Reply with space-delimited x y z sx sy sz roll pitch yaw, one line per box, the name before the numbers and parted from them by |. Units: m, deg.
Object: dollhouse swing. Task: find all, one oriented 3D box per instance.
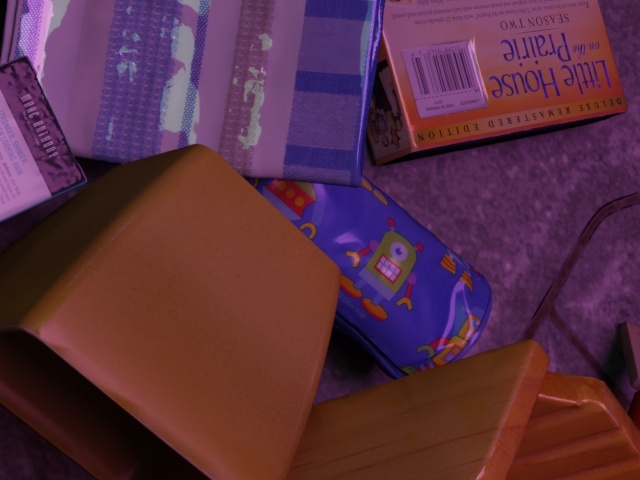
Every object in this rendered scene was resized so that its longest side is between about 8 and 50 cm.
dollhouse swing | 0.107 0.318 1.096 0.347 0.315 0.305 51 30 -37

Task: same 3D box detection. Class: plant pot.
plant pot | -0.112 0.054 1.060 0.212 0.212 0.187 43 66 -22

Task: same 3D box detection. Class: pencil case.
pencil case | 0.000 0.000 1.237 0.306 0.119 0.133 38 63 -25

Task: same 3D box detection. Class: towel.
towel | -0.097 -0.155 1.123 0.285 0.034 0.209 8 89 6

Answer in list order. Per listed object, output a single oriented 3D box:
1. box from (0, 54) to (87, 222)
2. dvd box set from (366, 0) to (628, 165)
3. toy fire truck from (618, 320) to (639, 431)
box | -0.290 -0.032 1.035 0.244 0.060 0.100 -28 97 -30
dvd box set | 0.124 -0.296 1.445 0.308 0.062 0.420 -14 87 -39
toy fire truck | 0.338 0.210 1.451 0.217 0.158 0.246 31 72 -28
